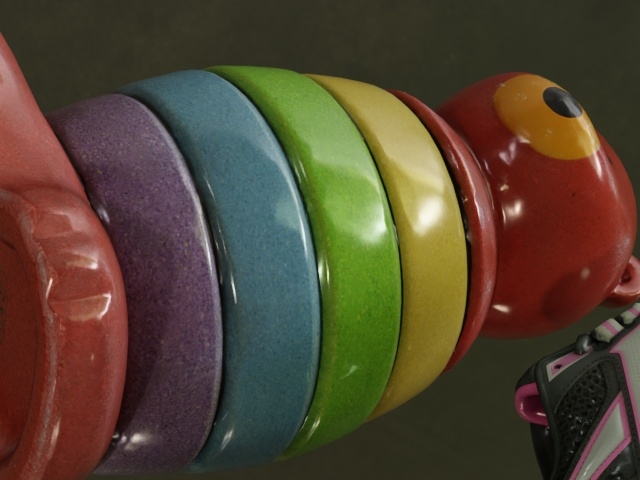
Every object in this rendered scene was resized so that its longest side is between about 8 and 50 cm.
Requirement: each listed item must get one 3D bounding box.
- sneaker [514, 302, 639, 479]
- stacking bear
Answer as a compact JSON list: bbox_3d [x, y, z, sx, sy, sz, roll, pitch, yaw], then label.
[{"bbox_3d":[0.103,0.046,0.423,0.178,0.077,0.072,-56,155,-33],"label":"sneaker"},{"bbox_3d":[0.000,0.000,0.527,0.289,0.175,0.164,-9,136,-29],"label":"stacking bear"}]
